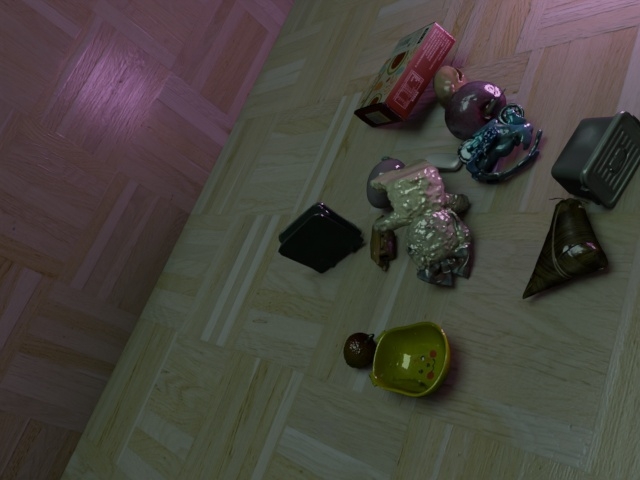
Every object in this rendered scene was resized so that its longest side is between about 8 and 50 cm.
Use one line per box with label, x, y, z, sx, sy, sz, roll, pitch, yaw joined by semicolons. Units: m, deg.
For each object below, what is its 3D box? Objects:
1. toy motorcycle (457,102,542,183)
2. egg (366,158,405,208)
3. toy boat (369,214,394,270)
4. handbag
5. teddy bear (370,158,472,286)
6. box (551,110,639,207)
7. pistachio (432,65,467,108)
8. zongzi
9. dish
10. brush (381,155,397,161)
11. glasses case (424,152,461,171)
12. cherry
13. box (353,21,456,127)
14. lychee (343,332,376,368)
toy motorcycle;0.585;-0.304;1.797;0.260;0.154;0.206;-40;62;13
egg;0.249;-0.214;2.087;0.199;0.146;0.146;-60;36;3
toy boat;0.230;0.004;2.015;0.088;0.068;0.226;-19;47;32
handbag;0.000;0.001;2.113;0.247;0.260;0.079;-41;36;26
teddy bear;0.345;-0.064;1.858;0.327;0.363;0.375;-22;11;-1
box;0.761;-0.225;1.523;0.243;0.163;0.135;-59;28;-3
pistachio;0.494;-0.592;2.126;0.223;0.126;0.152;-97;19;-44
zongzi;0.634;0.013;1.523;0.241;0.111;0.248;-35;35;35
dish;0.283;0.363;1.638;0.262;0.108;0.221;-10;55;42
brush;0.280;-0.330;2.249;0.083;0.021;0.019;16;73;52
glasses case;0.442;-0.284;2.012;0.164;0.041;0.063;11;72;51
cherry;0.533;-0.452;1.925;0.213;0.184;0.266;-42;17;0
box;0.334;-0.667;2.279;0.385;0.122;0.344;-57;18;-3
lychee;0.130;0.357;1.814;0.146;0.114;0.114;-56;31;34
